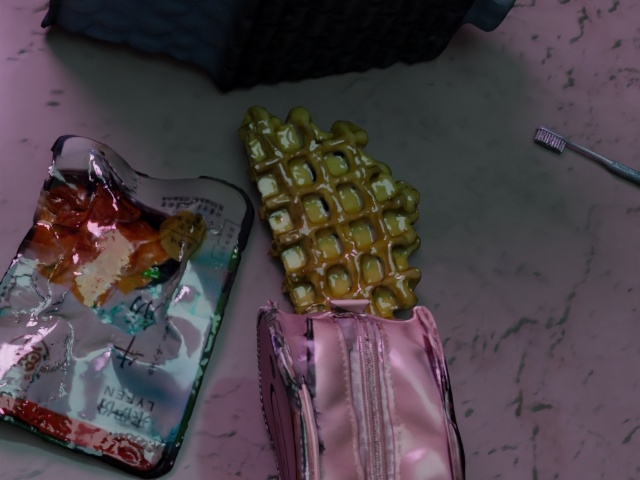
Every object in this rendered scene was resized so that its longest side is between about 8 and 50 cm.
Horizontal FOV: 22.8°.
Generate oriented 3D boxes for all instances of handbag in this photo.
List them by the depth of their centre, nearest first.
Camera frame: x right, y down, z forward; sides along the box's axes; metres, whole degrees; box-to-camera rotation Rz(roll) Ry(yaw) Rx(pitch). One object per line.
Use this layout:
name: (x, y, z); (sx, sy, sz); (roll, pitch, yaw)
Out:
handbag: (0.026, 0.138, 1.058); (0.116, 0.179, 0.205); (-6, 83, -7)

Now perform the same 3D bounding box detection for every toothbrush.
toothbrush: (0.246, -0.051, 1.270); (0.167, 0.011, 0.014); (25, 71, -3)

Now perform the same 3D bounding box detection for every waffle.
waffle: (0.000, 0.000, 1.169); (0.161, 0.046, 0.192); (19, 70, -13)

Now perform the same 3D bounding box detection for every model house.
model house: (0.016, -0.284, 1.117); (0.339, 0.360, 0.297); (20, 65, -7)

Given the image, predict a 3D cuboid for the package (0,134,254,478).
package: (-0.145, 0.037, 1.125); (0.166, 0.040, 0.232); (24, 65, -10)
